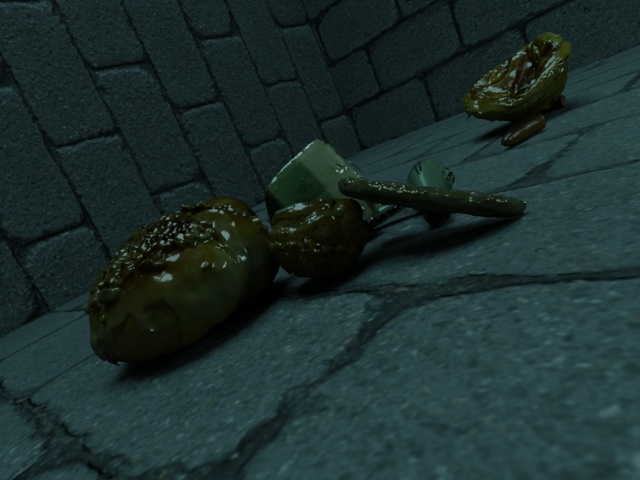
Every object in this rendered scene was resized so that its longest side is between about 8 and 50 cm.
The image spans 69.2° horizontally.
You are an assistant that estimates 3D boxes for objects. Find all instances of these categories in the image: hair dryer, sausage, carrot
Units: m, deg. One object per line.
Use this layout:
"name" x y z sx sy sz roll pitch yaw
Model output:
"hair dryer" 0.154 -0.058 0.820 0.224 0.088 0.219 -37 15 1
"sausage" 0.666 -0.398 1.392 0.034 0.034 0.129 -31 12 -33
"carrot" 0.480 -0.262 1.115 0.139 0.048 0.048 -30 12 -22

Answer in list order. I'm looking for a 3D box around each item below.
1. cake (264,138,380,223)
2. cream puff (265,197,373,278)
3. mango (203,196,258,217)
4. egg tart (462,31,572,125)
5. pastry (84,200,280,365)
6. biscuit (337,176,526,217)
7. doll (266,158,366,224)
"cake" -0.036 -0.074 0.920 0.158 0.172 0.283 -43 14 -17
"cream puff" 0.000 0.000 0.703 0.165 0.115 0.150 -15 -4 -7
"mango" -0.261 0.022 1.046 0.317 0.173 0.211 -32 12 29
"egg tart" 0.586 -0.452 1.372 0.339 0.153 0.352 -36 20 16
"pastry" -0.222 0.049 0.736 0.284 0.184 0.315 -22 11 45
"biscuit" 0.124 -0.063 0.662 0.289 0.038 0.141 14 9 41
"doll" -0.021 -0.098 1.172 0.287 0.151 0.151 -23 10 28
